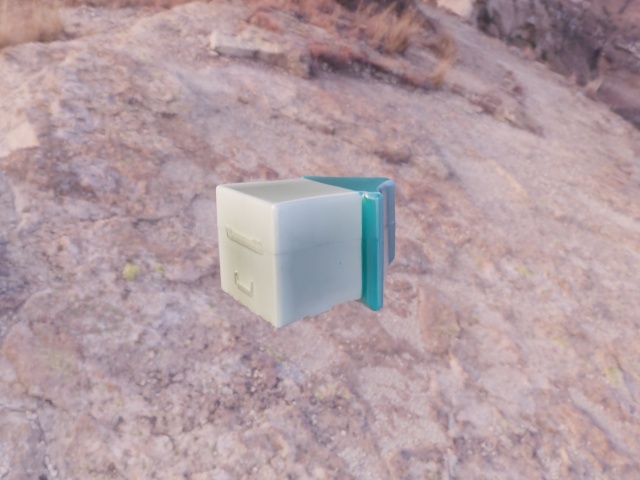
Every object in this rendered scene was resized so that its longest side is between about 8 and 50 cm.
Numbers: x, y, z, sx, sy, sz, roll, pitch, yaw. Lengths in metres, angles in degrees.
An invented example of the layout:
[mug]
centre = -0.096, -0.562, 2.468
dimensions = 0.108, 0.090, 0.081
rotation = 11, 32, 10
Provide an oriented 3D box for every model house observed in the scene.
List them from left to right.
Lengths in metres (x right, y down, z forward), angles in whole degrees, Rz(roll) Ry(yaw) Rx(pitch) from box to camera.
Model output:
[model house]
centre = 0.000, 0.000, 0.556
dimensions = 0.149, 0.100, 0.127
rotation = -11, 17, -28
